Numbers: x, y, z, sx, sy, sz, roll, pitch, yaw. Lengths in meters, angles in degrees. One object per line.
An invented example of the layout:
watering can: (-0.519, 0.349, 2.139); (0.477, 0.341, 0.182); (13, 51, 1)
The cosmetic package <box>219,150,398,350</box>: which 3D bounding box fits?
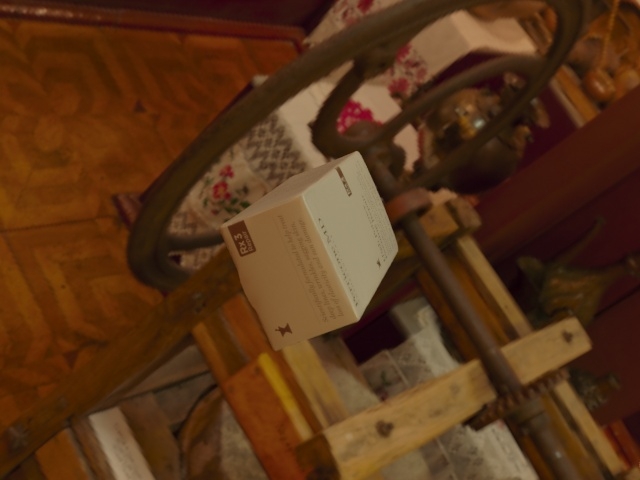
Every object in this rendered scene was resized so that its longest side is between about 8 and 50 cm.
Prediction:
cosmetic package: (0.000, 0.000, 0.838); (0.117, 0.085, 0.231); (66, 16, -9)
